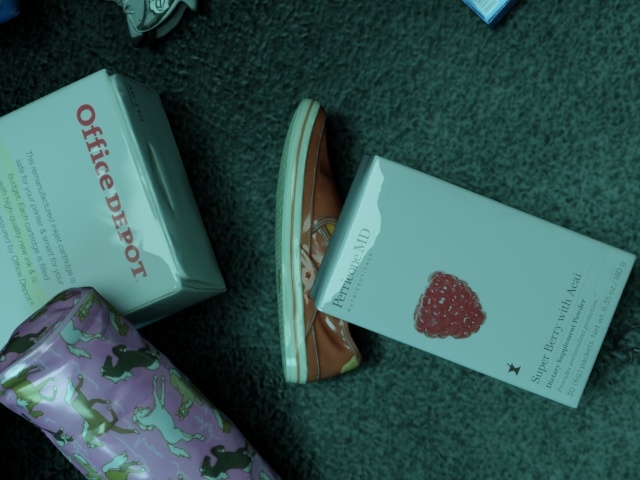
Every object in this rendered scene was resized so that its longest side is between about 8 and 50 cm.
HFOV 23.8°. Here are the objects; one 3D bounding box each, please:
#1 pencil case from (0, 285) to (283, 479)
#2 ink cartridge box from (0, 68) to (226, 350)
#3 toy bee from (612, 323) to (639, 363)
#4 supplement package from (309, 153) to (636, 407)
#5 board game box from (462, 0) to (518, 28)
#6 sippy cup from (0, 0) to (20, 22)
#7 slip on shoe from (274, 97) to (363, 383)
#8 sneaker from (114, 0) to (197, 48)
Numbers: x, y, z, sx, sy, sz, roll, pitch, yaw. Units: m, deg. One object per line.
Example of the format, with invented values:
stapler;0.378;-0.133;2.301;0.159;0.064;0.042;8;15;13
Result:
pencil case;-0.201;0.223;1.693;0.386;0.160;0.167;49;60;-17
ink cartridge box;-0.342;0.003;1.829;0.384;0.160;0.279;-23;81;15
toy bee;0.478;0.166;1.597;0.195;0.298;0.162;-27;109;-21
supplement package;0.155;0.039;1.628;0.293;0.175;0.178;21;92;-4
board game box;0.214;-0.377;1.756;0.160;0.039;0.211;46;99;14
sippy cup;-0.472;-0.372;1.872;0.240;0.305;0.224;-12;94;-13
slip on shoe;0.000;0.000;1.763;0.101;0.123;0.331;-2;85;-6
sneaker;-0.256;-0.300;1.867;0.228;0.086;0.132;-5;87;15
